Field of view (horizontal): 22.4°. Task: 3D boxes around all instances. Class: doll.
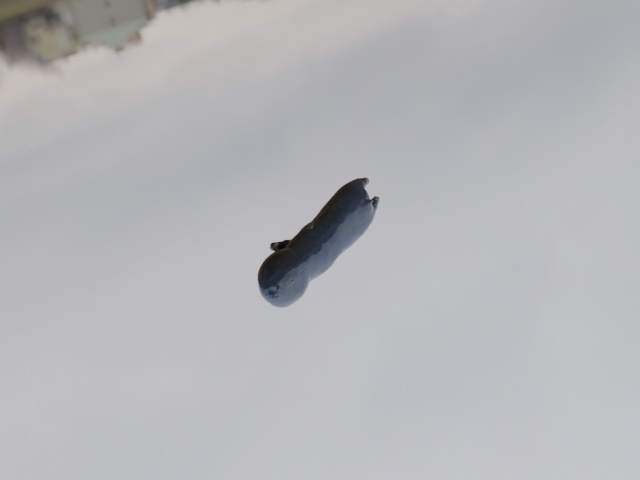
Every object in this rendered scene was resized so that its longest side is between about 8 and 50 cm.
[{"bbox_3d":[0.000,0.000,1.080,0.027,0.037,0.125,-6,-149,48],"label":"doll"}]
